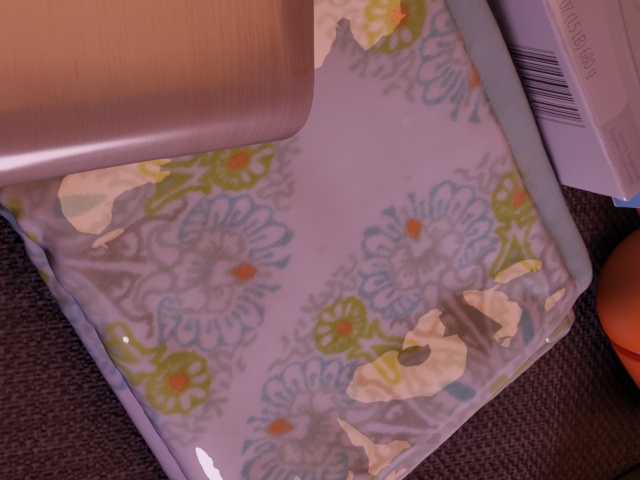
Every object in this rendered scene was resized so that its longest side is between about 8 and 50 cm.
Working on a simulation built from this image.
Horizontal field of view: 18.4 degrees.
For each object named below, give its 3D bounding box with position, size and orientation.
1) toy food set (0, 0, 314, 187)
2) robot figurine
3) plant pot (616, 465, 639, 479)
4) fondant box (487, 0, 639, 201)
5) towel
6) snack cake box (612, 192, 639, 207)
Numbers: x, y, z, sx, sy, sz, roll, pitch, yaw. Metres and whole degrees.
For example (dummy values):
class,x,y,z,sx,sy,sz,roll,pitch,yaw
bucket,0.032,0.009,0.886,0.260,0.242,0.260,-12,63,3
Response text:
class,x,y,z,sx,sy,sz,roll,pitch,yaw
toy food set,-0.121,-0.178,1.012,0.219,0.092,0.306,-11,111,-26
robot figurine,0.293,0.071,1.525,0.158,0.128,0.219,-50,127,-20
plant pot,0.317,0.313,1.552,0.227,0.207,0.228,-24,114,-34
fondant box,0.244,-0.220,1.310,0.330,0.096,0.238,-40,121,-22
towel,0.000,0.000,1.247,0.320,0.090,0.374,-39,126,-16
snack cake box,0.322,-0.136,1.447,0.264,0.152,0.089,-52,132,-36
